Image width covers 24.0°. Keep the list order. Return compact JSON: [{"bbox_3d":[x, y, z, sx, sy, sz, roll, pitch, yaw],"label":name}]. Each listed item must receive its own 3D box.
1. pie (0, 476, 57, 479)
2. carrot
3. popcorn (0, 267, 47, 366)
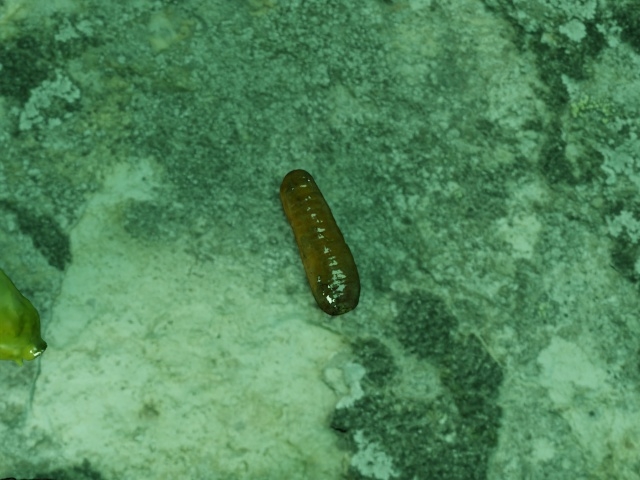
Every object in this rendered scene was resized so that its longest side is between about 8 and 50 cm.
[{"bbox_3d":[-0.303,0.297,1.600,0.170,0.034,0.092,6,65,-4],"label":"pie"},{"bbox_3d":[0.000,0.000,1.757,0.060,0.060,0.186,-14,72,-16],"label":"carrot"},{"bbox_3d":[-0.476,0.080,1.510,0.335,0.274,0.279,43,71,3],"label":"popcorn"}]
